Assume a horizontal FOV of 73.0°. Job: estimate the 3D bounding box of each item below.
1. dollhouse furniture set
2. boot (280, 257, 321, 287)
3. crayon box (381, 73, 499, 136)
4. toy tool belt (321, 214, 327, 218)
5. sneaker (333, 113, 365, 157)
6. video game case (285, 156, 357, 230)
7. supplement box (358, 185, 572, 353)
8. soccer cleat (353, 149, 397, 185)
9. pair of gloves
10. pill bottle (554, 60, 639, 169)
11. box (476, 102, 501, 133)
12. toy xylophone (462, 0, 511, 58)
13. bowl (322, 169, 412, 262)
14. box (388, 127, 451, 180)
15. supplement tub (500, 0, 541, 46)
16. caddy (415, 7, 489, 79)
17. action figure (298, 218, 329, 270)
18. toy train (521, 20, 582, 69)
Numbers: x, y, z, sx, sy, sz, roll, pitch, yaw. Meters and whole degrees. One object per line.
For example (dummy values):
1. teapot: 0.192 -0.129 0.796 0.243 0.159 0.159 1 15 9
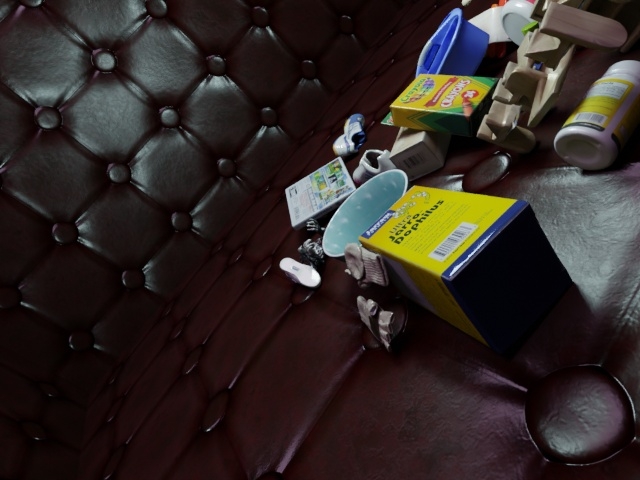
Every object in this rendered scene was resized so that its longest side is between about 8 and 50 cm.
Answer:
1. dollhouse furniture set: 0.588 -0.429 0.975 0.362 0.256 0.394 88 -153 -70
2. boot: -0.059 0.129 1.527 0.190 0.086 0.069 30 69 39
3. crayon box: 0.365 -0.434 1.363 0.319 0.081 0.202 19 58 36
4. toy tool belt: 0.016 -0.128 1.831 0.051 0.052 0.083 1 48 26
5. sneaker: 0.177 -0.512 2.110 0.131 0.112 0.296 -2 50 38
6. video game case: -0.006 -0.209 1.868 0.300 0.036 0.329 -30 34 10
7. supplement box: 0.267 0.033 0.883 0.195 0.194 0.356 -42 22 -7
8. soccer cleat: 0.196 -0.283 1.616 0.116 0.143 0.331 -53 22 -10
9. pair of gloves: 0.110 0.122 1.018 0.042 0.240 0.204 -17 17 -14
10. pill bottle: 0.590 -0.258 0.890 0.208 0.119 0.119 -52 23 -10
11. box: 0.550 -0.414 1.345 0.164 0.021 0.201 -34 27 32
12. toy xylophone: 0.610 -0.806 1.626 0.081 0.236 0.322 -5 20 -11
13. bowl: 0.170 -0.032 1.231 0.311 0.163 0.311 -39 24 21
14. box: 0.358 -0.366 1.482 0.148 0.121 0.311 -24 33 45
15. supplement tub: 0.727 -0.758 1.354 0.272 0.191 0.191 -46 22 7
16. caddy: 0.450 -0.654 1.581 0.241 0.179 0.341 -89 20 -59
17. action figure: 0.000 0.000 1.525 0.276 0.141 0.164 -36 37 25
18. toy train: 0.627 -0.567 1.260 0.248 0.143 0.105 -36 24 11
